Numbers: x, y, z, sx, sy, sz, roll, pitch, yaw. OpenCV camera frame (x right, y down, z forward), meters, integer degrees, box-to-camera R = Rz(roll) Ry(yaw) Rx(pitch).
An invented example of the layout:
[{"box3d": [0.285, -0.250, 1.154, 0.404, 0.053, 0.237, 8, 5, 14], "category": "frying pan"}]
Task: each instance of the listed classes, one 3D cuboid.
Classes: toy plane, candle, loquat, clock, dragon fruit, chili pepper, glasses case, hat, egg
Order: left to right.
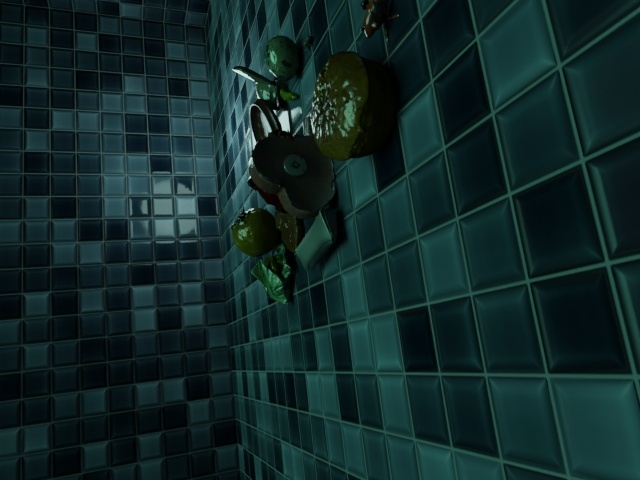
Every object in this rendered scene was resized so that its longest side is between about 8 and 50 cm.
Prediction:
[{"box3d": [-0.310, -0.044, 2.330, 0.244, 0.243, 0.244, 178, 90, -69], "category": "loquat"}, {"box3d": [-0.284, -0.681, 2.215, 0.214, 0.244, 0.149, -103, 26, -68], "category": "hat"}, {"box3d": [-0.225, -0.481, 2.218, 0.318, 0.080, 0.319, 53, 155, 37], "category": "clock"}, {"box3d": [-0.159, -0.261, 1.924, 0.250, 0.250, 0.315, -124, 45, -53], "category": "dragon fruit"}, {"box3d": [-0.153, -0.731, 1.986, 0.141, 0.141, 0.182, 153, 104, -67], "category": "egg"}, {"box3d": [-0.140, -0.620, 2.102, 0.208, 0.048, 0.043, 53, 173, 51], "category": "chili pepper"}, {"box3d": [-0.083, -0.248, 1.726, 0.287, 0.316, 0.131, -55, 7, -21], "category": "candle"}, {"box3d": [0.000, 0.002, 1.749, 0.308, 0.083, 0.129, 126, 131, -58], "category": "glasses case"}, {"box3d": [0.163, -0.631, 1.292, 0.194, 0.077, 0.126, -58, 48, 41], "category": "toy plane"}]

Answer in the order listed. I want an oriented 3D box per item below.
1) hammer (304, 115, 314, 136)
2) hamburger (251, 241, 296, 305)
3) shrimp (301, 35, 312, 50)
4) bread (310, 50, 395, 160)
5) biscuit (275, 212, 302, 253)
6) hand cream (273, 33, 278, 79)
[{"box3d": [-0.039, -0.425, 1.856, 0.043, 0.043, 0.084, 174, 94, -68], "category": "hammer"}, {"box3d": [-0.216, 0.146, 2.220, 0.261, 0.150, 0.276, -128, 42, -54], "category": "hamburger"}, {"box3d": [-0.051, -0.750, 1.883, 0.092, 0.029, 0.038, -170, 70, -74], "category": "shrimp"}, {"box3d": [0.084, -0.376, 1.388, 0.312, 0.172, 0.313, 12, 103, 63], "category": "bread"}, {"box3d": [-0.124, -0.071, 2.108, 0.278, 0.043, 0.302, 125, 136, -54], "category": "biscuit"}, {"box3d": [-0.209, -0.836, 2.270, 0.052, 0.038, 0.217, -15, 71, 44], "category": "hand cream"}]
